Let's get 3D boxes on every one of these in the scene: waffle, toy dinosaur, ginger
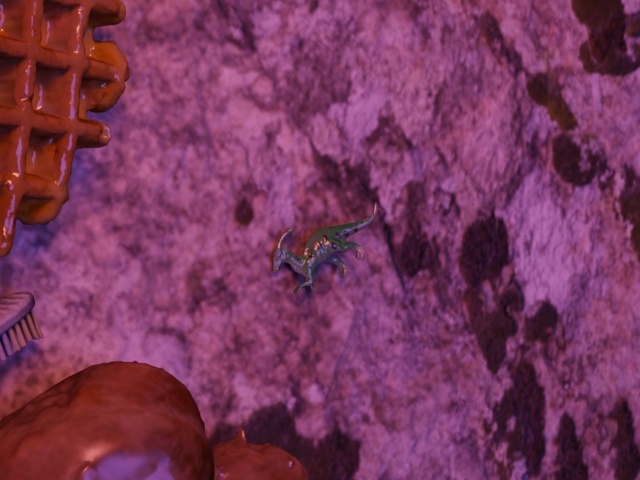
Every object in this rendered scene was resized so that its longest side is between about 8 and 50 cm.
[{"bbox_3d":[-0.206,-0.107,0.904,0.253,0.056,0.249,-39,122,-43],"label":"waffle"},{"bbox_3d":[0.000,0.000,1.145,0.062,0.021,0.083,28,78,-27],"label":"toy dinosaur"},{"bbox_3d":[-0.124,0.189,0.986,0.304,0.155,0.244,47,72,-26],"label":"ginger"}]

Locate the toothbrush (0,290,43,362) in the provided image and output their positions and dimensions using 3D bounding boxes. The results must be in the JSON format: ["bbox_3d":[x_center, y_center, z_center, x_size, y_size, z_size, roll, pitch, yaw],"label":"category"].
[{"bbox_3d":[-0.296,0.135,0.894,0.375,0.028,0.037,-37,127,-33],"label":"toothbrush"}]
